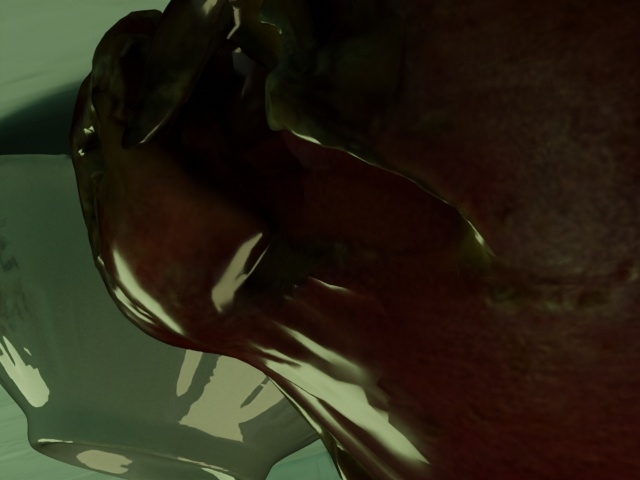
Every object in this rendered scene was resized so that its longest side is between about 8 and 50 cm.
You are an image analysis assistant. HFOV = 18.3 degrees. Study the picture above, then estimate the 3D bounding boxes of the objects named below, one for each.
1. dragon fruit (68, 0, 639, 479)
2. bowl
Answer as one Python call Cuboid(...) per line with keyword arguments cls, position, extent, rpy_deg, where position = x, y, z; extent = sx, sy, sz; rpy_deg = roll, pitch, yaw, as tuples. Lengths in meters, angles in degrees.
Cuboid(cls="dragon fruit", position=(0.110, -0.024, 0.443), extent=(0.315, 0.250, 0.250), rpy_deg=(-3, 165, -29))
Cuboid(cls="bowl", position=(-0.052, 0.041, 0.699), extent=(0.189, 0.086, 0.189), rpy_deg=(10, 166, 2))
